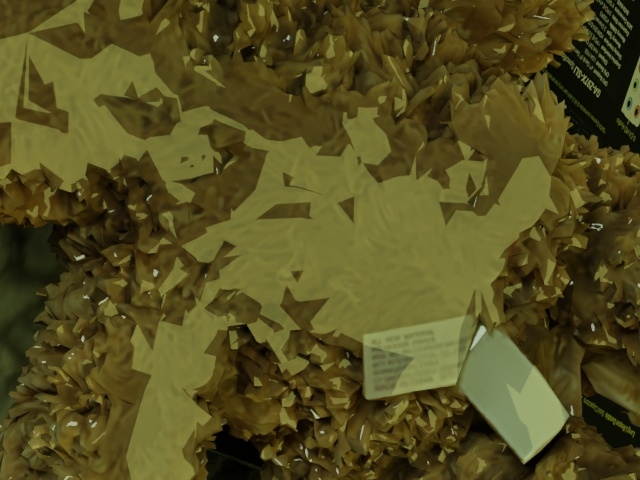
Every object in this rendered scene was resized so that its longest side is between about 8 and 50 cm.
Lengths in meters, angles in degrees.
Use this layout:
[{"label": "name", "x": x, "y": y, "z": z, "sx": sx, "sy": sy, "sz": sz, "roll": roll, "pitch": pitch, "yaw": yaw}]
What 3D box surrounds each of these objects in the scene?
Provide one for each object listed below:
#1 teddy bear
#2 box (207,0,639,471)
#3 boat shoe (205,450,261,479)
[{"label": "teddy bear", "x": 0.000, "y": 0.000, "z": 0.557, "sx": 0.338, "sy": 0.113, "sz": 0.245, "roll": 17, "pitch": 88, "yaw": -22}, {"label": "box", "x": 0.092, "y": 0.002, "z": 0.765, "sx": 0.322, "sy": 0.079, "sz": 0.257, "roll": 32, "pitch": 76, "yaw": -56}, {"label": "boat shoe", "x": 0.016, "y": 0.201, "z": 0.796, "sx": 0.132, "sy": 0.130, "sz": 0.355, "roll": -50, "pitch": 144, "yaw": -17}]
